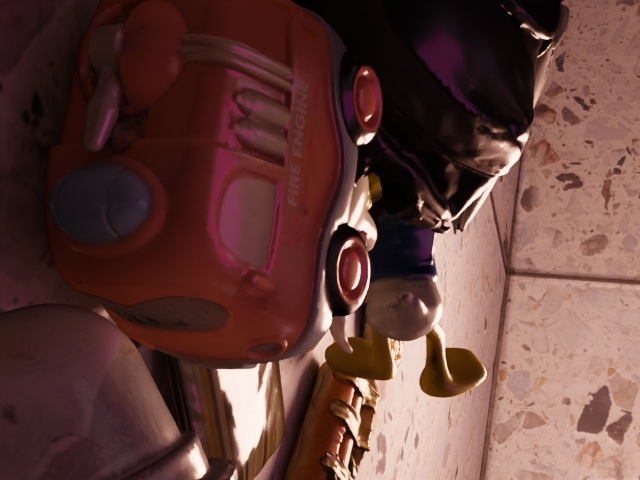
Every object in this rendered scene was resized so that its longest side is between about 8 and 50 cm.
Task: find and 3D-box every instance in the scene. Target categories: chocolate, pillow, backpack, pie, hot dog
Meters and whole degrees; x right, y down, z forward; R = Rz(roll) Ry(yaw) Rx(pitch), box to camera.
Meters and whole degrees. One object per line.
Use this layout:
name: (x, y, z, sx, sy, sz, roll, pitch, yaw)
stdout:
chocolate: (-0.156, 0.111, 0.524, 0.221, 0.221, 0.147, 6, 68, -71)
pillow: (-0.086, 0.148, 0.880, 0.212, 0.052, 0.208, -45, 132, -65)
backpack: (0.090, -0.235, 0.899, 0.363, 0.254, 0.446, 34, 50, -31)
pie: (0.108, 0.121, 1.442, 0.195, 0.046, 0.195, 2, 90, -70)
hot dog: (0.017, 0.257, 1.146, 0.109, 0.072, 0.270, 55, 37, -35)

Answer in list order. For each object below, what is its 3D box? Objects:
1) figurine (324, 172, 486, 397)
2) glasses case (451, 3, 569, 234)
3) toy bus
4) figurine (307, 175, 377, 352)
figurine: (0.109, -0.016, 1.132, 0.284, 0.204, 0.338, -98, -171, -55)
glasses case: (0.208, -0.152, 1.132, 0.128, 0.083, 0.308, -76, -173, -60)
toy bus: (-0.086, -0.056, 0.656, 0.232, 0.194, 0.288, 26, 68, -61)
figurine: (0.000, 0.000, 1.007, 0.155, 0.127, 0.236, -95, 176, -54)
